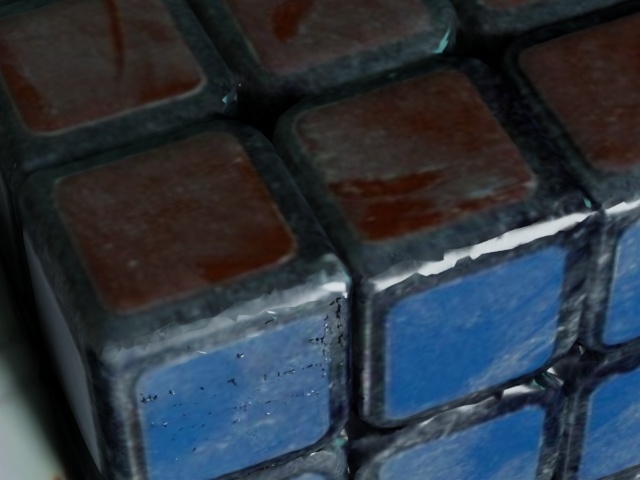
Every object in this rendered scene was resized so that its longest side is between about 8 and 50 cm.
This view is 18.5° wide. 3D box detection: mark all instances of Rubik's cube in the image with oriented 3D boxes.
[{"bbox_3d":[0.000,0.000,0.904,0.301,0.305,0.303,91,-22,-48],"label":"Rubik's cube"}]

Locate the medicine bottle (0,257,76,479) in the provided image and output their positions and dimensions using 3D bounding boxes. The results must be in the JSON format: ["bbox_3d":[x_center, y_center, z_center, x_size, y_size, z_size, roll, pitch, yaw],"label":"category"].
[{"bbox_3d":[-0.165,0.127,0.771,0.152,0.152,0.254,-15,89,-83],"label":"medicine bottle"}]
